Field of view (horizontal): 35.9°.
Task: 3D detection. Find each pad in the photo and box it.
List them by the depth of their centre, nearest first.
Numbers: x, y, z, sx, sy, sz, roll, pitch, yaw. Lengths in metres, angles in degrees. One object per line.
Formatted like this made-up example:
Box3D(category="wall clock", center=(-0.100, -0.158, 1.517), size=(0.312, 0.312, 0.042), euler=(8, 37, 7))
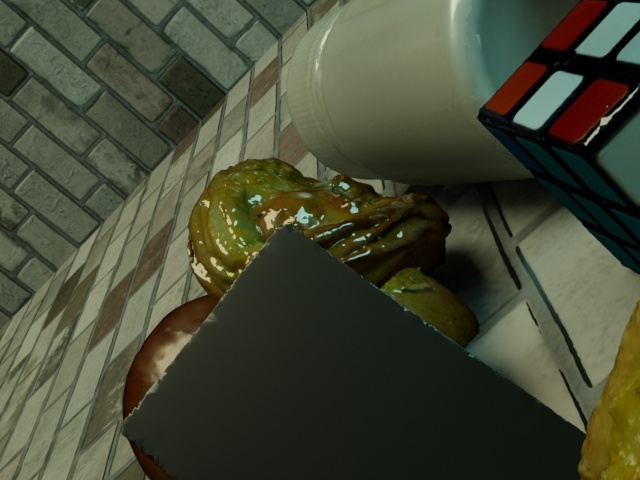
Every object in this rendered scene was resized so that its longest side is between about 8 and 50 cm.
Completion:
Box3D(category="pad", center=(0.032, 0.121, 0.543), size=(0.159, 0.265, 0.009), euler=(-51, -19, -10))

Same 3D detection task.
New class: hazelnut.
Box3D(category="hazelnut", center=(-0.064, 0.128, 0.841), size=(0.204, 0.178, 0.178), euler=(-21, -4, -41))

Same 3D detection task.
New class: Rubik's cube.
Box3D(category="Rubik's cube", center=(0.220, -0.070, 0.574), size=(0.163, 0.160, 0.162), euler=(-47, 17, 4))

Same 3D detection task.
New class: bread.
Box3D(category="bread", center=(0.019, 0.120, 0.673), size=(0.236, 0.070, 0.236), euler=(-50, -9, -11))

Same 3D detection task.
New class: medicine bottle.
Box3D(category="medicine bottle", center=(0.120, -0.156, 0.914), size=(0.211, 0.211, 0.371), euler=(-53, 18, -13))

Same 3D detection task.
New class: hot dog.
Box3D(category="hot dog", center=(0.000, 0.000, 0.815), size=(0.272, 0.196, 0.122), euler=(5, -83, -69))

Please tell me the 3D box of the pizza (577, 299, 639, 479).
Box3D(category="pizza", center=(0.162, 0.101, 0.326), size=(0.287, 0.075, 0.280), euler=(-94, 10, -58))
